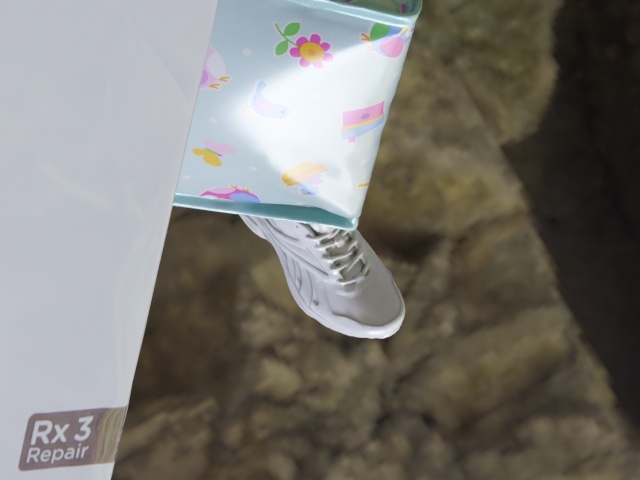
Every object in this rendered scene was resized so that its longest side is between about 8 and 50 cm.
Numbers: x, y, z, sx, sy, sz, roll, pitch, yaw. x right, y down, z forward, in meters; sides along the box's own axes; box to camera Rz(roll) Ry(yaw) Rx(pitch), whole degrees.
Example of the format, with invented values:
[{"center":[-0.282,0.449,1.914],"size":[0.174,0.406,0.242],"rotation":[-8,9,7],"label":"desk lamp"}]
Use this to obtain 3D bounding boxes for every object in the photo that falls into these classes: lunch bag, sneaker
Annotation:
[{"center":[-0.081,-0.136,1.169],"size":[0.223,0.262,0.160],"rotation":[104,176,-53],"label":"lunch bag"},{"center":[0.000,0.000,1.907],"size":[0.232,0.090,0.115],"rotation":[48,161,1],"label":"sneaker"}]

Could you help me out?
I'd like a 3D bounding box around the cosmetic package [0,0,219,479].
[{"center":[-0.170,-0.025,0.606],"size":[0.156,0.217,0.385],"rotation":[34,118,43],"label":"cosmetic package"}]
